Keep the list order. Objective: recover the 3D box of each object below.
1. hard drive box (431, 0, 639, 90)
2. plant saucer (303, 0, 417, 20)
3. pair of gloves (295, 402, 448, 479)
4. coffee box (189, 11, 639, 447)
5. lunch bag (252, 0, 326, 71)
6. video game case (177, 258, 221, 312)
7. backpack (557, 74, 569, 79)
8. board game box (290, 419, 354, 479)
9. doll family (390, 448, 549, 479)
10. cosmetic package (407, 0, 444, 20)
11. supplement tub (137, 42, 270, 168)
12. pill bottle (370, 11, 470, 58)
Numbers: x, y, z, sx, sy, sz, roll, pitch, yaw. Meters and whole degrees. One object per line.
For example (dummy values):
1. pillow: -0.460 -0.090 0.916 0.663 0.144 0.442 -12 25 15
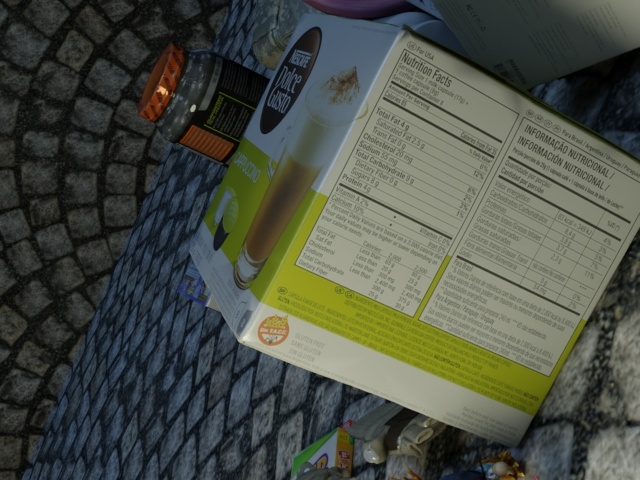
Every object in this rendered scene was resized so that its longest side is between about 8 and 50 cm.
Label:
1. hard drive box: 0.262 -0.278 1.061 0.232 0.181 0.089 -17 46 30
2. plant saucer: 0.091 -0.504 1.714 0.084 0.332 0.332 78 -160 -58
3. pair of gloves: 0.047 0.263 1.149 0.240 0.042 0.204 -33 3 -26
4. coffee box: 0.094 -0.030 1.084 0.334 0.338 0.337 -63 22 7
5. lunch bag: 0.020 -0.476 1.894 0.256 0.213 0.305 -23 53 53
6. video game case: -0.215 0.027 2.141 0.244 0.061 0.269 -66 21 -5
7. backpack: 0.306 -0.279 1.198 0.114 0.084 0.105 -41 35 41
8. board game box: -0.005 0.375 1.320 0.124 0.039 0.259 -43 28 43
9. doll family: 0.122 0.267 0.973 0.263 0.163 0.118 -46 61 40
10. cosmetic package: 0.199 -0.425 1.401 0.151 0.151 0.183 -29 32 -7
11. supplement tub: -0.189 -0.260 1.997 0.207 0.338 0.207 -49 26 35
12. pill bottle: 0.124 -0.281 1.536 0.152 0.152 0.272 -66 21 0
